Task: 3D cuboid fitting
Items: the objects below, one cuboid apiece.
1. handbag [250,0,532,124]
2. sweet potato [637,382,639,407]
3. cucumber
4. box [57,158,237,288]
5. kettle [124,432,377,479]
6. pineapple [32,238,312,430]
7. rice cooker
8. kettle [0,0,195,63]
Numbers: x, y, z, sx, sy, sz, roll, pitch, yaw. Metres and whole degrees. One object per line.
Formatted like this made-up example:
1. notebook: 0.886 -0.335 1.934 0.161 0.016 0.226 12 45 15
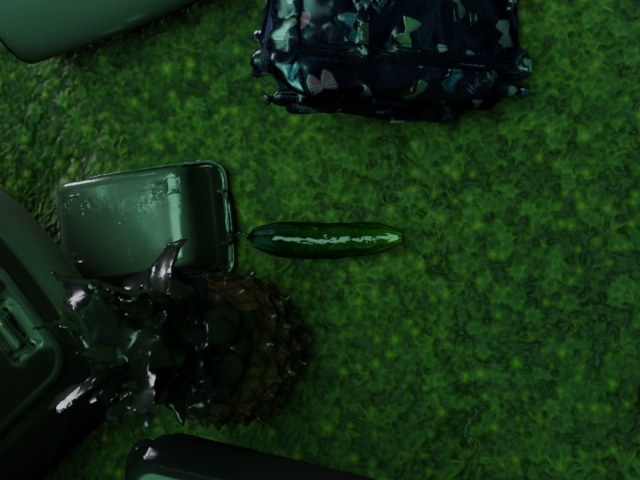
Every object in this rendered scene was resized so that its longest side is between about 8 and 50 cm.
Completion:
1. handbag: 0.062 -0.186 1.104 0.260 0.113 0.162 1 89 -25
2. sweet potato: 0.387 0.074 1.059 0.273 0.075 0.075 -35 78 8
3. cucumber: 0.000 0.000 1.195 0.168 0.039 0.039 -1 87 15
4. box: -0.177 -0.015 1.221 0.172 0.093 0.124 -8 85 17
5. kettle: -0.007 0.344 0.984 0.377 0.250 0.361 20 119 18
6. pineapple: -0.116 0.082 1.059 0.166 0.364 0.165 -2 81 14
7. rice cooker: -0.382 0.121 1.111 0.335 0.335 0.325 41 62 15
8. kettle: -0.206 -0.306 1.224 0.236 0.161 0.221 -16 52 13
